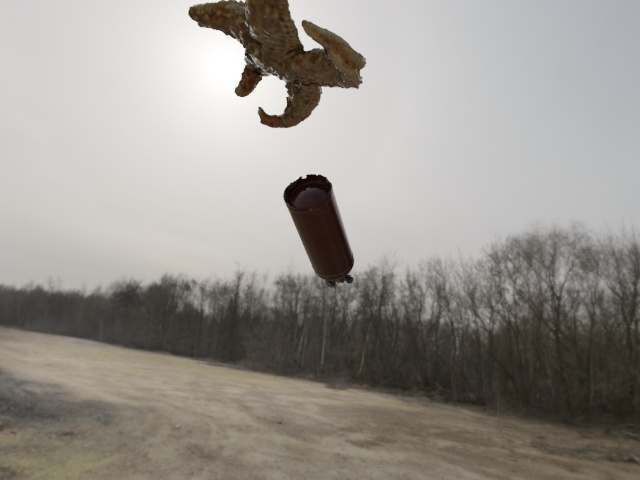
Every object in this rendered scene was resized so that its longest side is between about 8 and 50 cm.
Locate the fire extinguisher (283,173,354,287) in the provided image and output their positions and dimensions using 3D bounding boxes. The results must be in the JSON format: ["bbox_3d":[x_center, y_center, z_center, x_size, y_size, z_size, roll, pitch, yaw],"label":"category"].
[{"bbox_3d":[0.000,0.000,0.982,0.147,0.106,0.337,32,-26,38],"label":"fire extinguisher"}]

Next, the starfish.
[{"bbox_3d":[-0.032,-0.156,0.335,0.150,0.053,0.210,24,-12,2],"label":"starfish"}]
